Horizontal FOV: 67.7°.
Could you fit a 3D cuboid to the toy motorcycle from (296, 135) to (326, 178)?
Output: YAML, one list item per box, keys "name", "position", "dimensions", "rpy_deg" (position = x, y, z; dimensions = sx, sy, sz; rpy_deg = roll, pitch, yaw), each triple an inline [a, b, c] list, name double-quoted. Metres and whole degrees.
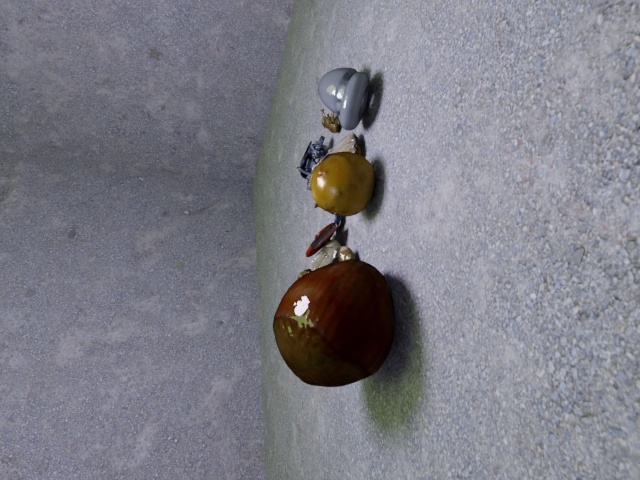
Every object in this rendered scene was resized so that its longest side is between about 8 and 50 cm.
- name: "toy motorcycle"
  position: [-0.038, -0.386, 2.272]
  dimensions: [0.270, 0.106, 0.159]
  rpy_deg: [128, 166, -72]

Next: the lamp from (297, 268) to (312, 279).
- name: "lamp"
  position: [-0.026, 0.218, 2.013]
  dimensions: [0.161, 0.161, 0.185]
  rpy_deg: [-138, 56, -70]

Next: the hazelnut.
- name: "hazelnut"
  position: [0.047, 0.241, 1.448]
  dimensions: [0.421, 0.353, 0.421]
  rpy_deg: [20, -90, -84]

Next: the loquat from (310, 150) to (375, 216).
- name: "loquat"
  position: [0.080, -0.196, 1.668]
  dimensions: [0.235, 0.235, 0.235]
  rpy_deg: [-174, 90, -73]

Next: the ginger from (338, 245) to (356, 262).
- name: "ginger"
  position: [0.104, 0.102, 1.769]
  dimensions: [0.096, 0.067, 0.165]
  rpy_deg: [-174, 77, -73]

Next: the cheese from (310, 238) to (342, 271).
- name: "cheese"
  position: [0.029, 0.059, 1.984]
  dimensions: [0.163, 0.071, 0.249]
  rpy_deg: [-52, -1, 11]

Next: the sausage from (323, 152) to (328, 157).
- name: "sausage"
  position: [0.030, -0.321, 2.109]
  dimensions: [0.289, 0.086, 0.086]
  rpy_deg: [147, 126, -68]

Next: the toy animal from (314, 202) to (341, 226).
- name: "toy animal"
  position: [0.064, -0.144, 1.966]
  dimensions: [0.255, 0.176, 0.239]
  rpy_deg: [-8, -71, -72]

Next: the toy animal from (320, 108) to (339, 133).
- name: "toy animal"
  position: [0.051, -0.538, 2.153]
  dimensions: [0.241, 0.057, 0.099]
  rpy_deg: [-123, 16, -58]

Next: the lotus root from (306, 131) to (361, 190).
- name: "lotus root"
  position: [0.060, -0.291, 1.916]
  dimensions: [0.329, 0.078, 0.167]
  rpy_deg: [-32, 42, 46]

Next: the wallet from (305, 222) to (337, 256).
- name: "wallet"
  position: [0.000, 0.000, 1.955]
  dimensions: [0.142, 0.045, 0.204]
  rpy_deg: [-43, -4, -13]

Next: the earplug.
- name: "earplug"
  position: [0.096, -0.547, 1.807]
  dimensions: [0.325, 0.175, 0.214]
  rpy_deg: [-111, 29, -56]
